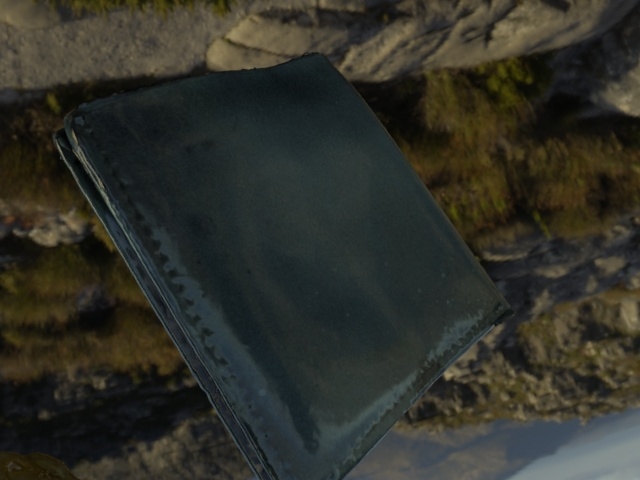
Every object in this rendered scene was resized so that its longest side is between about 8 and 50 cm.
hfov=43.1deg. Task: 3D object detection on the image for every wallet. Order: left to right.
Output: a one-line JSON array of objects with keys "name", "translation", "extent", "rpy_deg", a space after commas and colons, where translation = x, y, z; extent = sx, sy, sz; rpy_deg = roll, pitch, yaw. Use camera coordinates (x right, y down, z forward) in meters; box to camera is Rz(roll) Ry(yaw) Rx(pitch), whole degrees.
[{"name": "wallet", "translation": [0.001, -0.001, 0.532], "extent": [0.054, 0.251, 0.290], "rpy_deg": [-36, 177, 35]}]

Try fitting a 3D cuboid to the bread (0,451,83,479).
[{"name": "bread", "translation": [-0.237, 0.099, 0.361], "extent": [0.367, 0.077, 0.084], "rpy_deg": [21, 143, -6]}]
